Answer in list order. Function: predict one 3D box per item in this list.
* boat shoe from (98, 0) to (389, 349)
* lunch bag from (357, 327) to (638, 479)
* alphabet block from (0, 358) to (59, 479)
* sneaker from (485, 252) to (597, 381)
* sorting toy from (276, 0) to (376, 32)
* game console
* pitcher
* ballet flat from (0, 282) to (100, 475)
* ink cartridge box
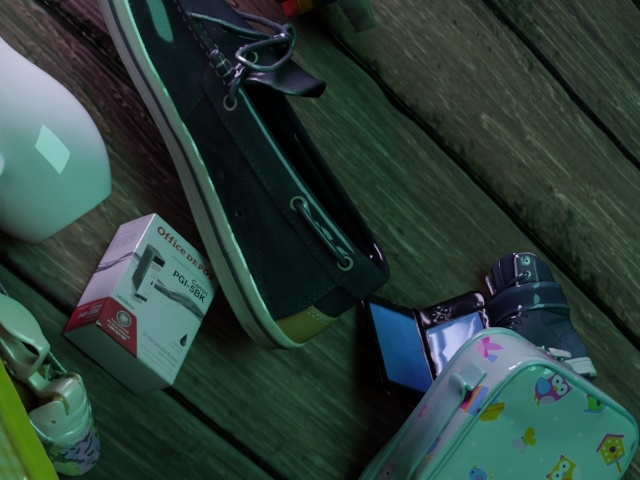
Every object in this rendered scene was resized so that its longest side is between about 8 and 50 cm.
[{"bbox_3d":[-0.077,-0.145,1.436,0.500,0.156,0.187,67,17,-1],"label":"boat shoe"},{"bbox_3d":[0.174,0.230,1.536,0.224,0.108,0.279,33,95,-29],"label":"lunch bag"},{"bbox_3d":[-0.335,0.154,1.055,0.192,0.197,0.193,-42,118,-41],"label":"alphabet block"},{"bbox_3d":[0.201,0.100,1.725,0.226,0.086,0.163,-3,69,-37],"label":"sneaker"},{"bbox_3d":[-0.033,-0.350,1.570,0.255,0.089,0.257,14,58,-82],"label":"sorting toy"},{"bbox_3d":[0.123,0.108,1.609,0.085,0.124,0.144,59,14,-48],"label":"game console"},{"bbox_3d":[-0.276,-0.095,1.268,0.207,0.125,0.178,56,19,-9],"label":"pitcher"},{"bbox_3d":[-0.247,0.110,1.271,0.221,0.079,0.077,55,43,-16],"label":"ballet flat"},{"bbox_3d":[-0.161,0.058,1.392,0.099,0.056,0.135,43,50,-26],"label":"ink cartridge box"}]
